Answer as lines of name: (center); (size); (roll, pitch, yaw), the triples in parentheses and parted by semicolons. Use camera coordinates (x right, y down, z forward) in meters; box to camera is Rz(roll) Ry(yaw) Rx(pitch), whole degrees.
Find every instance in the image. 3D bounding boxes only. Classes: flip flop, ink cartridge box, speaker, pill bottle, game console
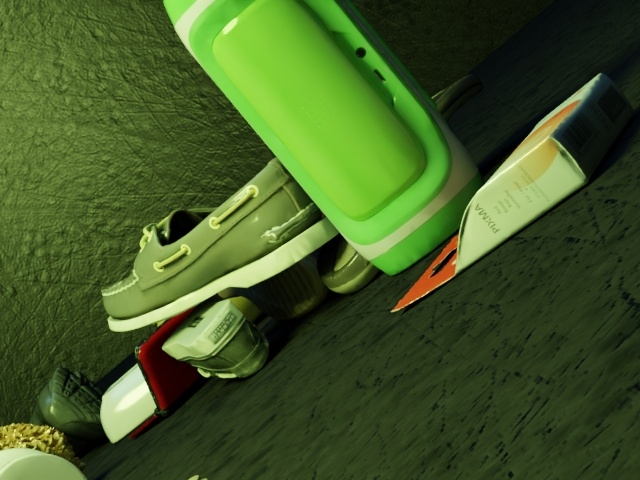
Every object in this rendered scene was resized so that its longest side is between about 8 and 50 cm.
flip flop: (0.086, -0.048, 1.439); (0.112, 0.080, 0.277); (-34, 22, 50)
ink cartridge box: (0.125, -0.035, 1.073); (0.179, 0.045, 0.145); (-34, 5, 32)
speaker: (0.005, -0.118, 1.271); (0.131, 0.296, 0.131); (-39, 4, 3)
pill bottle: (-0.234, 0.214, 1.161); (0.108, 0.108, 0.180); (-42, 4, -31)
game console: (-0.159, 0.129, 1.667); (0.085, 0.124, 0.144); (-1, 30, 39)

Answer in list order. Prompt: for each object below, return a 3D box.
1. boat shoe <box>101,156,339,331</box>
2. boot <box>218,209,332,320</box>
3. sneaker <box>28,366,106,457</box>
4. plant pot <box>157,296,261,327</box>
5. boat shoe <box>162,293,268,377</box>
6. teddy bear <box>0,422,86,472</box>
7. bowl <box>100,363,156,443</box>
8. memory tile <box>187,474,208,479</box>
boat shoe: (-0.112, 0.008, 1.452); (0.305, 0.091, 0.109); (-24, 9, 43)
boot: (0.000, 0.000, 1.594); (0.207, 0.090, 0.248); (-28, 12, -27)
sneaker: (-0.325, 0.240, 1.963); (0.130, 0.109, 0.286); (-47, -5, -7)
plant pot: (-0.141, 0.083, 1.817); (0.095, 0.134, 0.134); (-63, 3, 3)
boat shoe: (-0.098, 0.100, 1.478); (0.078, 0.070, 0.219); (-47, 9, -7)
teddy bear: (-0.411, 0.266, 1.555); (0.245, 0.338, 0.113); (93, 180, -52)
bowl: (-0.207, 0.173, 1.835); (0.142, 0.053, 0.142); (-41, 3, 2)
memory tile: (-0.123, 0.201, 0.959); (0.148, 0.012, 0.113); (-40, 4, -14)
